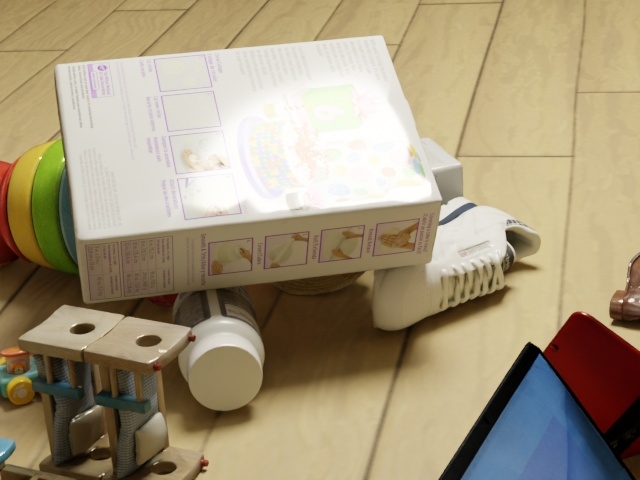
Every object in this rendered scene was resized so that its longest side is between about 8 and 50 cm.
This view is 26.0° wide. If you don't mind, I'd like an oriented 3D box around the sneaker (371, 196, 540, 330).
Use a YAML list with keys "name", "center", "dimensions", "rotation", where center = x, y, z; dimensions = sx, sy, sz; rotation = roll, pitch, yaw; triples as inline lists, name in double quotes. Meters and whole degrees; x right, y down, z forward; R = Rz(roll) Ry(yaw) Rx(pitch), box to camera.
- name: "sneaker"
  center: [0.131, 0.025, 1.367]
  dimensions: [0.094, 0.090, 0.235]
  rotation: [22, 36, 26]

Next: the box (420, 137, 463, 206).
- name: "box"
  center: [0.098, -0.046, 1.501]
  dimensions: [0.087, 0.101, 0.102]
  rotation: [-11, 25, -14]

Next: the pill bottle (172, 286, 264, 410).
- name: "pill bottle"
  center: [-0.092, 0.093, 1.254]
  dimensions: [0.078, 0.078, 0.137]
  rotation: [-7, 24, -6]

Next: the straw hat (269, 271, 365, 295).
- name: "straw hat"
  center: [0.000, 0.000, 1.458]
  dimensions: [0.144, 0.145, 0.061]
  rotation: [2, -13, 15]

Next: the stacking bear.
- name: "stacking bear"
  center: [-0.276, -0.032, 1.486]
  dimensions: [0.288, 0.164, 0.175]
  rotation: [0, 24, 21]

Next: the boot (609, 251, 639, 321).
- name: "boot"
  center: [0.345, 0.051, 1.318]
  dimensions: [0.114, 0.037, 0.106]
  rotation: [6, 39, 30]

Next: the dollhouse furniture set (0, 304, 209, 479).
- name: "dollhouse furniture set"
  center: [-0.190, 0.154, 1.070]
  dimensions: [0.128, 0.129, 0.183]
  rotation: [7, 26, 25]

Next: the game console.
- name: "game console"
  center: [0.240, 0.106, 1.063]
  dimensions: [0.124, 0.144, 0.085]
  rotation: [-14, 64, -21]

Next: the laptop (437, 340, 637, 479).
- name: "laptop"
  center: [0.230, 0.192, 0.902]
  dimensions: [0.264, 0.137, 0.234]
  rotation: [7, 27, 24]

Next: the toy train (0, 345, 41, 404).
- name: "toy train"
  center: [-0.311, 0.106, 1.302]
  dimensions: [0.166, 0.046, 0.125]
  rotation: [2, 25, 14]

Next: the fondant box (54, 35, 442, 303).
- name: "fondant box"
  center: [-0.075, -0.074, 1.314]
  dimensions: [0.330, 0.096, 0.238]
  rotation: [-7, 48, -9]
